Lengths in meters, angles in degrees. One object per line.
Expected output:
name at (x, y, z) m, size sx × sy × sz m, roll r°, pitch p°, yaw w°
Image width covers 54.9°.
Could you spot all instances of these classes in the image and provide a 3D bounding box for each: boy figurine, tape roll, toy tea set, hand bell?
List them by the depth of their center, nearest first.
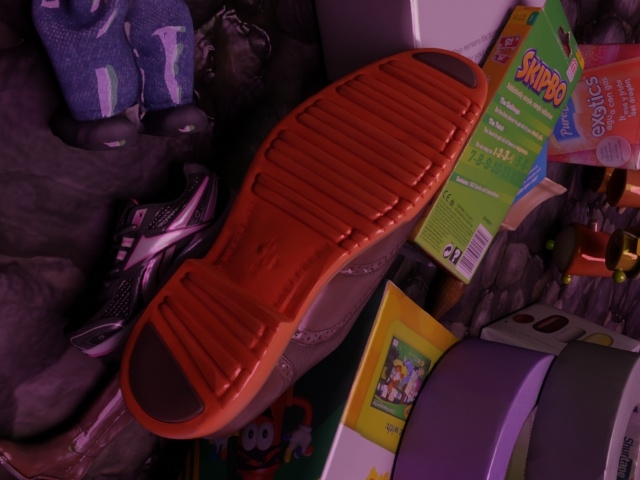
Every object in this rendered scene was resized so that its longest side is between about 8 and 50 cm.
boy figurine at (-0.138, -0.199, 0.369) m, size 0.177 × 0.092 × 0.285 m, roll -24°, pitch 123°, yaw -38°
tape roll at (0.180, 0.246, 0.647) m, size 0.275 × 0.090 × 0.274 m, roll -13°, pitch 107°, yaw -50°
tape roll at (0.287, 0.219, 0.648) m, size 0.219 × 0.072 × 0.219 m, roll -11°, pitch 104°, yaw -51°
hand bell at (0.217, 0.005, 0.849) m, size 0.126 × 0.126 × 0.242 m, roll 13°, pitch 109°, yaw -49°
toy tea set at (0.479, -0.083, 1.067) m, size 0.200 × 0.124 × 0.335 m, roll 86°, pitch 15°, yaw -75°

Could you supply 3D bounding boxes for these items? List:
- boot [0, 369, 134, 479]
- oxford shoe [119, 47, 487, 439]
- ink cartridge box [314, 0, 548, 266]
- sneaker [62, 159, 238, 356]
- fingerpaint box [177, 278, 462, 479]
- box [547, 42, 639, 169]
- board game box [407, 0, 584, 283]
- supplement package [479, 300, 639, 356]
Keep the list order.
boot at (-0.196, 0.144, 0.504) m, size 0.114 × 0.037 × 0.106 m, roll -47°, pitch 149°, yaw -17°
oxford shoe at (0.000, 0.000, 0.496) m, size 0.363 × 0.130 × 0.132 m, roll -48°, pitch 154°, yaw -6°
ink cartridge box at (0.127, -0.166, 0.635) m, size 0.223 × 0.129 × 0.307 m, roll -34°, pitch 130°, yaw -30°
sneaker at (-0.141, 0.006, 0.491) m, size 0.178 × 0.072 × 0.077 m, roll -51°, pitch 119°, yaw -22°
fingerpaint box at (0.051, 0.279, 0.696) m, size 0.445 × 0.163 × 0.370 m, roll 37°, pitch 68°, yaw -48°
box at (0.379, -0.180, 0.834) m, size 0.300 × 0.154 × 0.142 m, roll -15°, pitch 112°, yaw -54°
board game box at (0.168, -0.094, 0.586) m, size 0.124 × 0.039 × 0.259 m, roll 34°, pitch 86°, yaw -49°
supplement package at (0.396, 0.223, 1.049) m, size 0.203 × 0.194 × 0.149 m, roll -12°, pitch 117°, yaw -44°
